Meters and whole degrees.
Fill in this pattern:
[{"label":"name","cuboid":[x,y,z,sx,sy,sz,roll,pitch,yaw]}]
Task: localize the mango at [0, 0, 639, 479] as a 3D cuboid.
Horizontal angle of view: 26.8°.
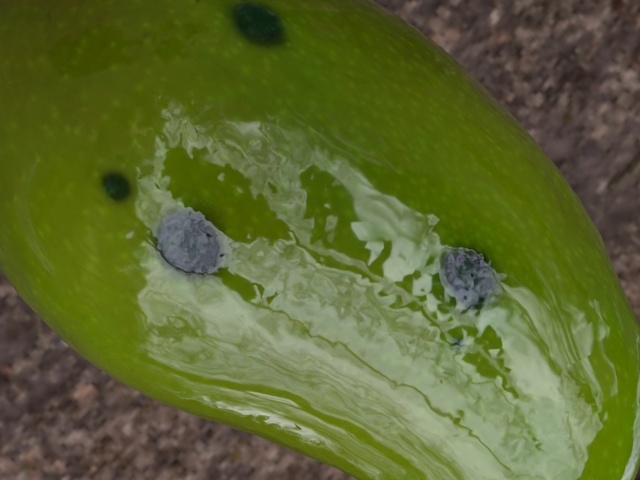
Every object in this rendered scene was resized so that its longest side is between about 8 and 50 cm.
[{"label":"mango","cuboid":[0.000,0.000,0.495,0.175,0.293,0.143,-54,-178,-25]}]
